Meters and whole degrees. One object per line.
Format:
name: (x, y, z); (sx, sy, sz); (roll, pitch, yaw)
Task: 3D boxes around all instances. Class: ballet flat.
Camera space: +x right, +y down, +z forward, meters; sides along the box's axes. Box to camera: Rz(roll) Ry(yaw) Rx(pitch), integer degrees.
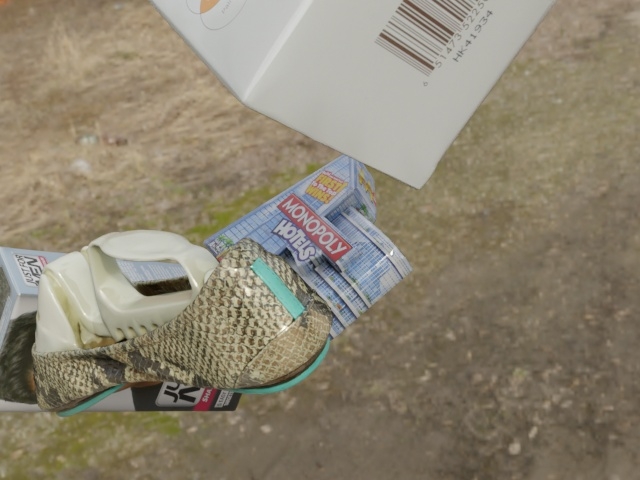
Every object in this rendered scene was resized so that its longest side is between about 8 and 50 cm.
ballet flat: (-0.189, 0.073, 1.007); (0.483, 0.182, 0.164); (-14, 26, 47)

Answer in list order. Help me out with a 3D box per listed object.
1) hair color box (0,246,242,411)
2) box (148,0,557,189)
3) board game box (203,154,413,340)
hair color box: (-0.263, 0.129, 1.319); (0.374, 0.185, 0.113); (7, 28, -35)
box: (-0.010, -0.229, 0.686); (0.168, 0.215, 0.345); (21, 21, -43)
board game box: (0.000, 0.000, 1.040); (0.194, 0.060, 0.194); (-41, 42, -6)
